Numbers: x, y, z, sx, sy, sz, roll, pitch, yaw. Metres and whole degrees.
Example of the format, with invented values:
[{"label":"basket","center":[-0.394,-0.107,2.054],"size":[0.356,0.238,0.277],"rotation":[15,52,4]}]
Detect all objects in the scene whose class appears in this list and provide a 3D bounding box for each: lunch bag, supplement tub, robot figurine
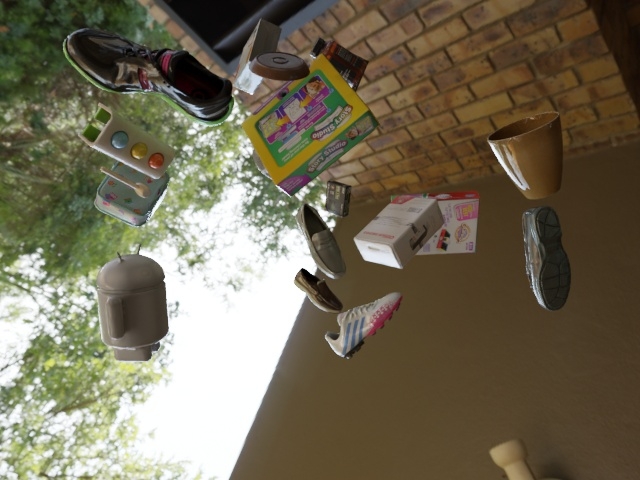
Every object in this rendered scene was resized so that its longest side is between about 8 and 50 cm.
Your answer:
[{"label":"lunch bag","center":[-0.741,-0.201,1.889],"size":[0.107,0.224,0.279],"rotation":[-55,-165,45]},{"label":"supplement tub","center":[0.061,-0.648,1.728],"size":[0.106,0.198,0.106],"rotation":[-55,-165,23]},{"label":"robot figurine","center":[-0.577,0.194,1.478],"size":[0.200,0.353,0.300],"rotation":[-1,-170,-2]}]

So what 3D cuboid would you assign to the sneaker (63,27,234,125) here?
[{"label":"sneaker","center":[-0.473,-0.502,1.386],"size":[0.202,0.483,0.185],"rotation":[-32,-133,60]}]

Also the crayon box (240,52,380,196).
[{"label":"crayon box","center":[-0.043,-0.372,1.541],"size":[0.363,0.106,0.313],"rotation":[-38,-121,11]}]

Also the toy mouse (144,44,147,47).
[{"label":"toy mouse","center":[-0.585,-0.606,1.647],"size":[0.031,0.161,0.143],"rotation":[-35,-178,29]}]

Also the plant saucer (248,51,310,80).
[{"label":"plant saucer","center":[-0.112,-0.483,1.313],"size":[0.168,0.169,0.029],"rotation":[-90,-175,-51]}]

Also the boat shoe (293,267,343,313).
[{"label":"boat shoe","center":[-0.007,0.209,2.041],"size":[0.095,0.258,0.095],"rotation":[-31,149,-53]}]

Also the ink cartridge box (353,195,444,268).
[{"label":"ink cartridge box","center":[0.229,-0.029,1.390],"size":[0.218,0.092,0.159],"rotation":[-41,-150,-26]}]

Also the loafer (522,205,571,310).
[{"label":"loafer","center":[0.574,0.044,1.233],"size":[0.096,0.267,0.084],"rotation":[-8,-177,-10]}]

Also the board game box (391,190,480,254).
[{"label":"board game box","center":[0.431,-0.060,1.820],"size":[0.317,0.242,0.064],"rotation":[-2,-148,6]}]

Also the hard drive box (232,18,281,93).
[{"label":"hard drive box","center":[-0.244,-0.694,1.828],"size":[0.232,0.089,0.180],"rotation":[-16,-121,65]}]

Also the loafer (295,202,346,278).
[{"label":"loafer","center":[0.000,0.000,1.833],"size":[0.112,0.319,0.111],"rotation":[-27,161,-20]}]

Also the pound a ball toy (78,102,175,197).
[{"label":"pound a ball toy","center":[-0.622,-0.269,1.567],"size":[0.136,0.319,0.208],"rotation":[34,-90,29]}]

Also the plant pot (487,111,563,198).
[{"label":"plant pot","center":[0.740,-0.283,1.668],"size":[0.237,0.254,0.237],"rotation":[-24,-164,8]}]

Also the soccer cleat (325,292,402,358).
[{"label":"soccer cleat","center":[0.149,0.285,1.735],"size":[0.331,0.143,0.116],"rotation":[-48,173,15]}]

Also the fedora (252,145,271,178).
[{"label":"fedora","center":[-0.172,-0.324,1.911],"size":[0.124,0.275,0.243],"rotation":[-35,-174,32]}]

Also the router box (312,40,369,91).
[{"label":"router box","center":[0.058,-0.773,2.324],"size":[0.081,0.243,0.308],"rotation":[-28,145,-62]}]

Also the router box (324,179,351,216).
[{"label":"router box","center":[0.066,-0.159,1.815],"size":[0.092,0.122,0.038],"rotation":[21,-153,36]}]
